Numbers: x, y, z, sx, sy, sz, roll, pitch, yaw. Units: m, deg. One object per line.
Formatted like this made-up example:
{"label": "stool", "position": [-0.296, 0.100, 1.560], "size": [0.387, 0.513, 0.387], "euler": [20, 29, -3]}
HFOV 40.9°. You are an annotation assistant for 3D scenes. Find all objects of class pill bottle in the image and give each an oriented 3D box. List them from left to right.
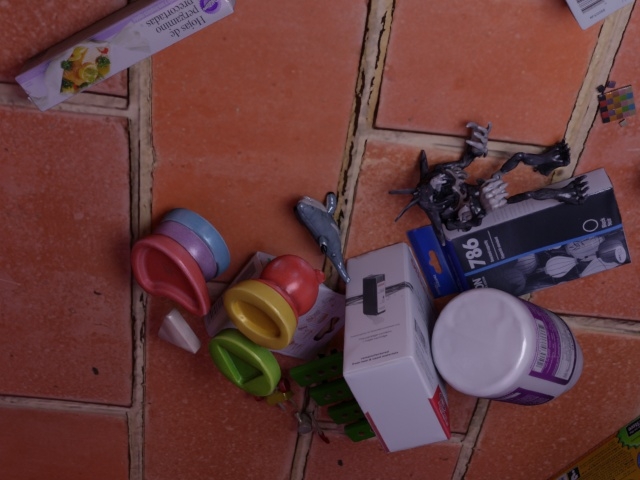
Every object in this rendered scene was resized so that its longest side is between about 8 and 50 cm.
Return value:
{"label": "pill bottle", "position": [0.320, 0.182, 1.404], "size": [0.169, 0.169, 0.301], "euler": [-35, 149, 23]}

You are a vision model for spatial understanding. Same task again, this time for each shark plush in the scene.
{"label": "shark plush", "position": [0.000, 0.000, 1.369], "size": [0.073, 0.067, 0.161], "euler": [-10, 113, 11]}

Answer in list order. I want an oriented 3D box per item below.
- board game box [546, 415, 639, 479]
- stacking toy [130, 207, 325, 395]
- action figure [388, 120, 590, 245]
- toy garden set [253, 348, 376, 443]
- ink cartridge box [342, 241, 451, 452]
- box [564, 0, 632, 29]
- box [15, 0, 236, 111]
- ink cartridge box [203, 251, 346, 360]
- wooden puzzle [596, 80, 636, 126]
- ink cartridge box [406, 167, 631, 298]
{"label": "board game box", "position": [0.684, 0.614, 1.663], "size": [0.356, 0.356, 0.356], "euler": [32, 121, -20]}
{"label": "stacking toy", "position": [-0.143, 0.091, 1.386], "size": [0.308, 0.130, 0.280], "euler": [28, 142, 20]}
{"label": "action figure", "position": [0.242, -0.092, 1.266], "size": [0.275, 0.164, 0.141], "euler": [-9, 152, -3]}
{"label": "toy garden set", "position": [0.011, 0.300, 1.621], "size": [0.203, 0.049, 0.244], "euler": [-22, 129, 21]}
{"label": "ink cartridge box", "position": [0.123, 0.167, 1.385], "size": [0.114, 0.273, 0.197], "euler": [-16, 125, 16]}
{"label": "box", "position": [0.354, -0.352, 1.111], "size": [0.102, 0.087, 0.101], "euler": [-29, 122, 19]}
{"label": "box", "position": [-0.269, -0.278, 1.179], "size": [0.323, 0.067, 0.063], "euler": [-23, 124, 15]}
{"label": "ink cartridge box", "position": [-0.062, 0.119, 1.499], "size": [0.224, 0.056, 0.181], "euler": [17, 127, -35]}
{"label": "wooden puzzle", "position": [0.440, -0.202, 1.273], "size": [0.049, 0.006, 0.083], "euler": [-16, 125, 11]}
{"label": "ink cartridge box", "position": [0.321, 0.011, 1.398], "size": [0.332, 0.065, 0.165], "euler": [-19, 125, 14]}
